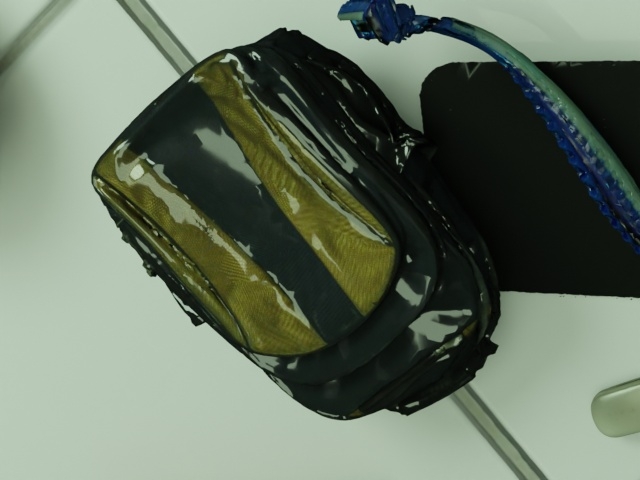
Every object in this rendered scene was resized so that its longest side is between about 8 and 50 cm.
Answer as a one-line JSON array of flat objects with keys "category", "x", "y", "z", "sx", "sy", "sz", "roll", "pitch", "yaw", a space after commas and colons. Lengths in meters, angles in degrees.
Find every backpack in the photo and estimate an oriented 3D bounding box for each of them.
[{"category": "backpack", "x": 0.000, "y": 0.000, "z": 1.086, "sx": 0.206, "sy": 0.133, "sz": 0.258, "roll": -39, "pitch": 92, "yaw": 30}]

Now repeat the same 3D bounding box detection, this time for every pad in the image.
[{"category": "pad", "x": 0.183, "y": -0.115, "z": 1.039, "sx": 0.250, "sy": 0.055, "sz": 0.323, "roll": 3, "pitch": 103, "yaw": 20}]

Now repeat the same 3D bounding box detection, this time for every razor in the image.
[{"category": "razor", "x": 0.150, "y": -0.046, "z": 1.030, "sx": 0.324, "sy": 0.093, "sz": 0.056, "roll": 41, "pitch": 90, "yaw": -11}]

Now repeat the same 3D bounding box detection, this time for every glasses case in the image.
[{"category": "glasses case", "x": 0.211, "y": 0.101, "z": 1.096, "sx": 0.083, "sy": 0.021, "sz": 0.032, "roll": -21, "pitch": 94, "yaw": 22}]
